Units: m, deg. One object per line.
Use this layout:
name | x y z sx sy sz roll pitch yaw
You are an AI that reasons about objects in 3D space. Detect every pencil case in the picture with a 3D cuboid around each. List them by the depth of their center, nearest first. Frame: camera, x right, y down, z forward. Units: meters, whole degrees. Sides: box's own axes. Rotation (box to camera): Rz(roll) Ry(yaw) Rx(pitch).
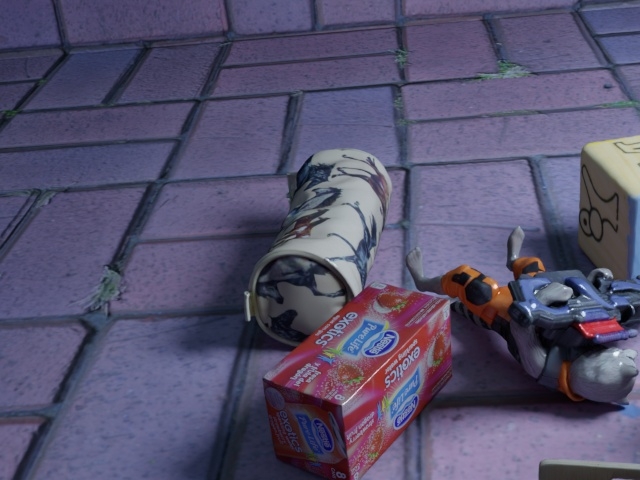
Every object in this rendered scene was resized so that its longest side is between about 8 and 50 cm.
pencil case | 0.000 0.000 1.534 0.183 0.160 0.410 -9 26 17

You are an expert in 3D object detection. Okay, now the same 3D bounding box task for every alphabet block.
alphabet block | 0.516 -0.040 1.465 0.193 0.192 0.197 -8 29 -6

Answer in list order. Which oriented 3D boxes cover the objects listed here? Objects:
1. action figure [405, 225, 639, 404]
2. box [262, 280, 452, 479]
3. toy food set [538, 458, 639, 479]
action figure | 0.321 0.106 1.323 0.341 0.179 0.330 3 28 -32
box | 0.056 0.173 1.230 0.122 0.128 0.257 14 34 33
toy food set | 0.316 0.329 0.920 0.219 0.092 0.306 1 29 14
